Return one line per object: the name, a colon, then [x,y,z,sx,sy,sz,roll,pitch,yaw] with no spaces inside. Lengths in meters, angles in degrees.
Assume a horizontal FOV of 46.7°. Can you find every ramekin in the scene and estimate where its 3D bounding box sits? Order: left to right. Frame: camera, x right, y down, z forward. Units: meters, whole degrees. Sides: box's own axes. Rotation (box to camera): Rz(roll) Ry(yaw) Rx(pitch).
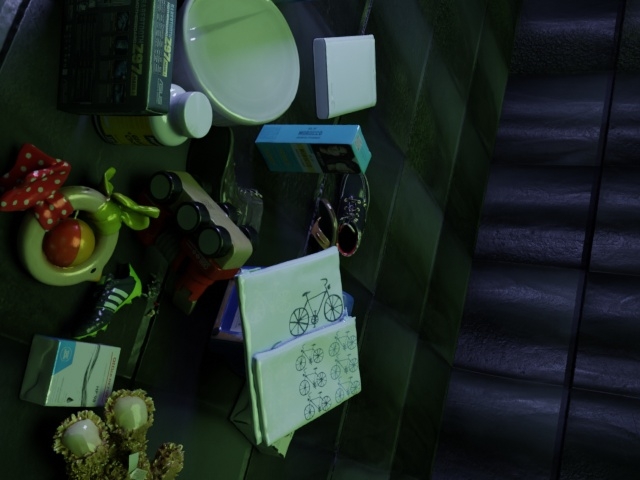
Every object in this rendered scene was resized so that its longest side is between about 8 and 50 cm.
ramekin: [-0.178,-0.340,1.391,0.273,0.127,0.273,9,77,-43]

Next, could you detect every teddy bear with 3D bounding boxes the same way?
teddy bear: [-0.352,0.403,1.260,0.245,0.113,0.338,-46,136,-31]

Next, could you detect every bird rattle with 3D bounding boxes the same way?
bird rattle: [-0.382,-0.024,1.140,0.253,0.143,0.207,3,108,-60]

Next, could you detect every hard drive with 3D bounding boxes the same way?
hard drive: [0.073,-0.453,2.024,0.307,0.040,0.203,-30,121,-58]

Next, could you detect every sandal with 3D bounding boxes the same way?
sandal: [0.000,0.000,1.943,0.060,0.090,0.219,-3,111,-26]

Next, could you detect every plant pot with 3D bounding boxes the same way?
plant pot: [-0.097,0.183,1.613,0.212,0.236,0.236,42,58,-49]

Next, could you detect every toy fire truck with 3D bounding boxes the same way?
toy fire truck: [-0.253,0.022,1.359,0.246,0.217,0.158,-51,161,19]

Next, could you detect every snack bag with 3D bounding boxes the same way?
snack bag: [-0.033,0.195,1.487,0.323,0.037,0.342,-15,101,-49]

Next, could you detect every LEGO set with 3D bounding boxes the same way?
LEGO set: [-0.312,0.103,1.396,0.054,0.023,0.083,-44,132,-52]

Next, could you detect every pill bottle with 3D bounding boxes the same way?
pill bottle: [-0.277,-0.209,1.234,0.103,0.184,0.103,-17,109,-60]

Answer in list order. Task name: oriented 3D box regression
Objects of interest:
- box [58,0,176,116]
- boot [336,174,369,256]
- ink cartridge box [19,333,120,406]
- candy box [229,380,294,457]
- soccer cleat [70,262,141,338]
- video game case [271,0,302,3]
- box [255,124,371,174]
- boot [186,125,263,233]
box: [-0.314,-0.312,1.147,0.059,0.183,0.232,-1,94,-62]
boot: [0.086,-0.074,2.008,0.178,0.085,0.236,-57,153,-81]
ink cartridge box: [-0.395,0.217,1.217,0.180,0.060,0.104,26,72,-62]
candy box: [-0.120,0.401,1.768,0.165,0.070,0.196,-68,148,-31]
soccer cleat: [-0.370,0.102,1.258,0.179,0.060,0.072,-53,130,-55]
video game case: [-0.123,-0.515,1.413,0.269,0.244,0.061,-1,97,-62]
box: [-0.017,-0.205,1.670,0.060,0.244,0.100,-67,148,-31]
boot: [-0.187,-0.102,1.556,0.229,0.091,0.263,5,94,-68]
